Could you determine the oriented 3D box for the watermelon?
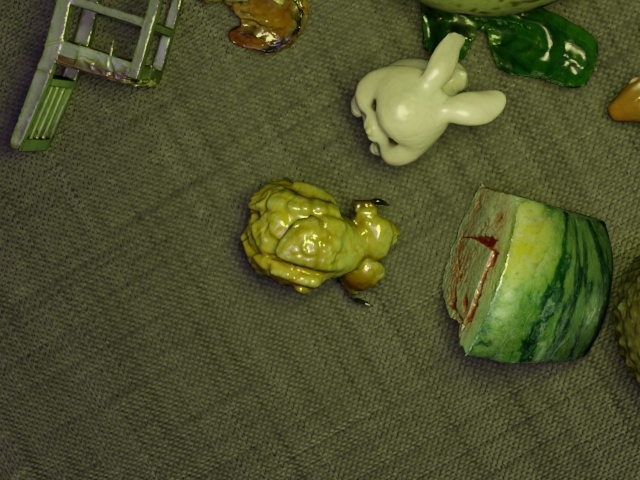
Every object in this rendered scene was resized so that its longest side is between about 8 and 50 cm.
[{"bbox_3d":[0.271,0.051,1.570,0.261,0.201,0.213,12,98,-40],"label":"watermelon"}]

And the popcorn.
[{"bbox_3d":[-0.007,0.001,1.570,0.195,0.168,0.174,4,84,-34],"label":"popcorn"}]

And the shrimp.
[{"bbox_3d":[-0.143,-0.341,1.581,0.262,0.066,0.117,21,97,3],"label":"shrimp"}]

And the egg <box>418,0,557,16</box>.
[{"bbox_3d":[0.233,-0.423,1.431,0.379,0.287,0.288,-7,95,0],"label":"egg"}]

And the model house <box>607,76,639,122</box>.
[{"bbox_3d":[0.519,-0.217,1.484,0.300,0.190,0.272,-24,96,7],"label":"model house"}]

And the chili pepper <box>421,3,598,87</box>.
[{"bbox_3d":[0.251,-0.275,1.553,0.253,0.083,0.099,16,100,6],"label":"chili pepper"}]

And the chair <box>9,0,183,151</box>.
[{"bbox_3d":[-0.295,-0.230,1.566,0.147,0.136,0.271,18,95,3],"label":"chair"}]

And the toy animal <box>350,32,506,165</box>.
[{"bbox_3d":[0.132,-0.183,1.520,0.178,0.193,0.128,-28,94,-2],"label":"toy animal"}]

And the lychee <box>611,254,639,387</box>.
[{"bbox_3d":[0.501,0.103,1.486,0.255,0.255,0.275,0,101,4],"label":"lychee"}]
